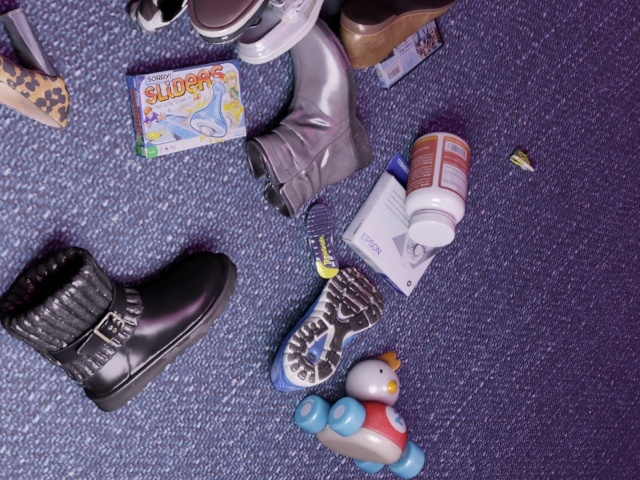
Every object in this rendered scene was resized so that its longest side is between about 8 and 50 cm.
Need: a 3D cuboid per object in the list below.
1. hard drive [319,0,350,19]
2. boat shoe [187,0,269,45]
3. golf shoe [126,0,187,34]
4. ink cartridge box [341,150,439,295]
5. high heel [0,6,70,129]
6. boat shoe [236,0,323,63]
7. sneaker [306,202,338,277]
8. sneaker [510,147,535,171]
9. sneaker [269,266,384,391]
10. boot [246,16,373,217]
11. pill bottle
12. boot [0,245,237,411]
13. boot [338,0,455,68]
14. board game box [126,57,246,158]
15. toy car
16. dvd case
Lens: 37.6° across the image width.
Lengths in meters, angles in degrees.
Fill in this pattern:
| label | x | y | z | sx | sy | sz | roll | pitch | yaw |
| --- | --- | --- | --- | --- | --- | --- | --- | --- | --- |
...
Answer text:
| label | x | y | z | sx | sy | sz | roll | pitch | yaw |
| --- | --- | --- | --- | --- | --- | --- | --- | --- | --- |
| hard drive | 0.014 | -0.481 | 1.704 | 0.094 | 0.022 | 0.135 | -34 | 121 | -12 |
| boat shoe | -0.131 | -0.389 | 1.485 | 0.127 | 0.340 | 0.113 | -4 | 135 | 3 |
| golf shoe | -0.220 | -0.411 | 1.493 | 0.077 | 0.094 | 0.198 | 37 | 76 | -39 |
| ink cartridge box | 0.172 | -0.032 | 1.953 | 0.223 | 0.045 | 0.224 | 42 | 73 | -38 |
| high heel | -0.477 | -0.197 | 1.325 | 0.261 | 0.093 | 0.186 | -40 | 118 | -36 |
| boat shoe | -0.043 | -0.441 | 1.597 | 0.320 | 0.118 | 0.103 | -50 | 139 | -6 |
| sneaker | 0.000 | 0.000 | 1.817 | 0.053 | 0.059 | 0.144 | -6 | 92 | -6 |
| sneaker | 0.474 | -0.186 | 2.179 | 0.083 | 0.031 | 0.035 | 27 | 83 | -41 |
| sneaker | 0.002 | 0.172 | 1.823 | 0.130 | 0.147 | 0.330 | 49 | 47 | -3 |
| boot | -0.042 | -0.221 | 1.685 | 0.222 | 0.118 | 0.338 | -33 | 116 | -24 |
| pill bottle | 0.233 | -0.101 | 1.887 | 0.121 | 0.121 | 0.216 | 41 | 48 | -39 |
| boot | -0.312 | 0.084 | 1.517 | 0.348 | 0.131 | 0.260 | -48 | 127 | -20 |
| boot | 0.139 | -0.417 | 1.784 | 0.305 | 0.112 | 0.115 | -30 | 149 | -36 |
| board game box | -0.221 | -0.225 | 1.578 | 0.201 | 0.035 | 0.136 | -19 | 113 | -36 |
| toy car | 0.110 | 0.323 | 1.906 | 0.219 | 0.210 | 0.238 | 39 | 63 | -28 |
| dvd case | 0.145 | -0.448 | 1.839 | 0.180 | 0.022 | 0.253 | -41 | 124 | -26 |
